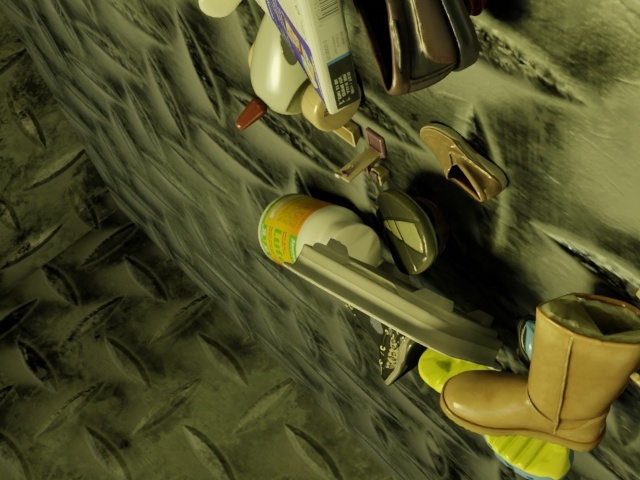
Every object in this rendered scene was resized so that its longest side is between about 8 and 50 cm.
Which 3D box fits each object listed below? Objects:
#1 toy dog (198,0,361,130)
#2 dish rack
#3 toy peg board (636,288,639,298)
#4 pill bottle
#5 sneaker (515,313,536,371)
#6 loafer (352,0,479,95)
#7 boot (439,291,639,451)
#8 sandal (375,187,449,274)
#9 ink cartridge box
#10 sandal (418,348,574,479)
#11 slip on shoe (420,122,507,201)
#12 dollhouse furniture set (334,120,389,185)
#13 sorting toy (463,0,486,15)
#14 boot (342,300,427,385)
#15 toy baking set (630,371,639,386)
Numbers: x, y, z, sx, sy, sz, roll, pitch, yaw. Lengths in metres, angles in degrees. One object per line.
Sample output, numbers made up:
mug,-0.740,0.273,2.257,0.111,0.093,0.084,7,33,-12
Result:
toy dog,-0.073,-0.263,1.231,0.220,0.161,0.334,30,155,50
dish rack,0.125,0.088,1.401,0.285,0.072,0.333,29,-177,28
toy peg board,0.394,0.068,0.896,0.161,0.079,0.160,46,179,17
pill bottle,0.000,0.000,1.670,0.136,0.136,0.245,58,162,-25
sneaker,0.319,0.171,1.346,0.188,0.067,0.078,62,-178,-40
loafer,0.041,-0.276,0.878,0.302,0.095,0.109,60,173,-13
boot,0.274,0.156,1.208,0.236,0.089,0.269,8,144,11
sandal,0.135,-0.022,1.364,0.303,0.086,0.120,-94,-13,-88
ink cartridge box,-0.034,-0.266,0.975,0.208,0.045,0.206,58,173,31
sandal,0.296,0.285,1.561,0.317,0.126,0.138,45,169,48
slip on shoe,0.166,-0.095,1.173,0.135,0.041,0.051,43,163,25
dollhouse furniture set,0.031,-0.124,1.404,0.114,0.081,0.091,40,161,32
sorting toy,0.126,-0.255,0.921,0.061,0.042,0.102,24,149,58
boot,0.118,0.171,1.835,0.178,0.085,0.236,48,158,17
toy baking set,0.443,0.229,1.072,0.256,0.030,0.197,43,-174,-37
